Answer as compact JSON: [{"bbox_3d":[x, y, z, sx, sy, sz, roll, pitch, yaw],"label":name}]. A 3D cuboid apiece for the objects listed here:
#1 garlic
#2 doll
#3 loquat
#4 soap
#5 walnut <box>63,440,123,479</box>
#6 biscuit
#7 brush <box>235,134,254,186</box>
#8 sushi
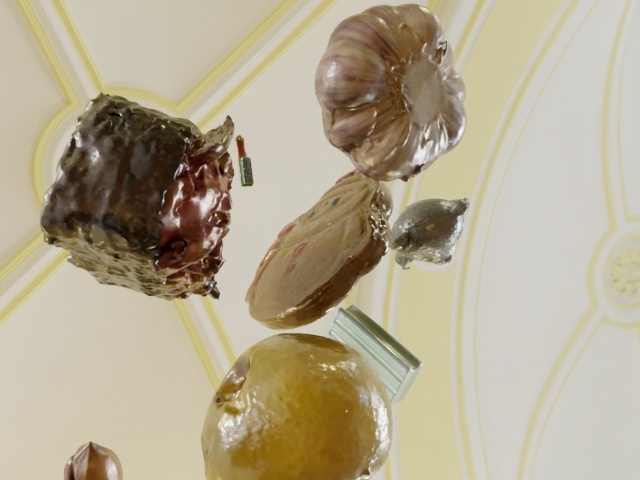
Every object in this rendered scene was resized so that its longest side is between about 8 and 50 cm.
[{"bbox_3d":[0.091,-0.204,0.629,0.245,0.161,0.244,-8,-76,-35],"label":"garlic"},{"bbox_3d":[0.294,-0.011,1.132,0.246,0.340,0.158,-38,-110,8],"label":"doll"},{"bbox_3d":[-0.021,0.204,0.498,0.213,0.213,0.212,-2,-84,-18],"label":"loquat"},{"bbox_3d":[0.100,0.237,0.918,0.067,0.198,0.118,-5,-56,-46],"label":"soap"},{"bbox_3d":[-0.459,0.490,0.899,0.116,0.116,0.207,-1,-68,-18],"label":"walnut"},{"bbox_3d":[0.000,0.000,0.824,0.074,0.359,0.380,43,-130,-23],"label":"biscuit"},{"bbox_3d":[-0.114,-0.122,0.667,0.019,0.021,0.083,-4,-102,-27],"label":"brush"},{"bbox_3d":[-0.194,-0.039,0.540,0.182,0.343,0.196,10,-110,-13],"label":"sushi"}]
